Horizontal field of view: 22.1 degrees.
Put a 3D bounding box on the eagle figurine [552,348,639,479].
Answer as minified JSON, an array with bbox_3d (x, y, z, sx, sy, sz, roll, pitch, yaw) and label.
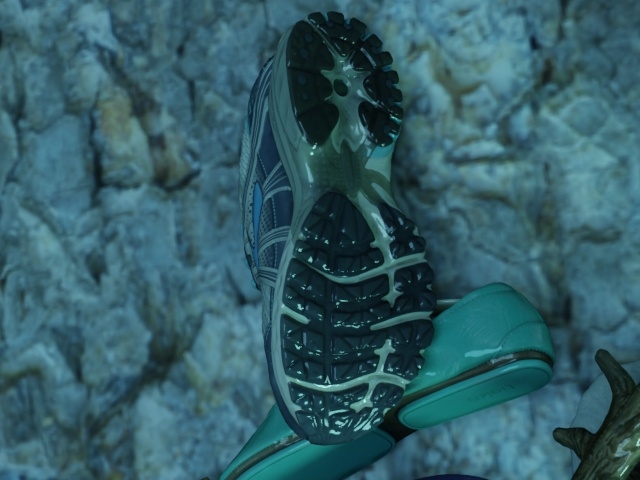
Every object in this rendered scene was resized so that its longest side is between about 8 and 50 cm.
[{"bbox_3d":[0.276,0.194,0.972,0.298,0.225,0.226,34,144,-12],"label":"eagle figurine"}]

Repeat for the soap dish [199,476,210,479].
[{"bbox_3d":[-0.120,0.341,1.109,0.229,0.118,0.291,-29,78,15],"label":"soap dish"}]

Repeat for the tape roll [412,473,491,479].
[{"bbox_3d":[0.080,0.250,1.067,0.189,0.080,0.189,-1,86,19],"label":"tape roll"}]

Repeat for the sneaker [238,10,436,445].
[{"bbox_3d":[0.000,0.000,1.082,0.122,0.110,0.283,-33,53,58],"label":"sneaker"}]

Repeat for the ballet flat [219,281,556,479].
[{"bbox_3d":[0.038,0.098,1.098,0.247,0.083,0.087,-26,55,16],"label":"ballet flat"}]
